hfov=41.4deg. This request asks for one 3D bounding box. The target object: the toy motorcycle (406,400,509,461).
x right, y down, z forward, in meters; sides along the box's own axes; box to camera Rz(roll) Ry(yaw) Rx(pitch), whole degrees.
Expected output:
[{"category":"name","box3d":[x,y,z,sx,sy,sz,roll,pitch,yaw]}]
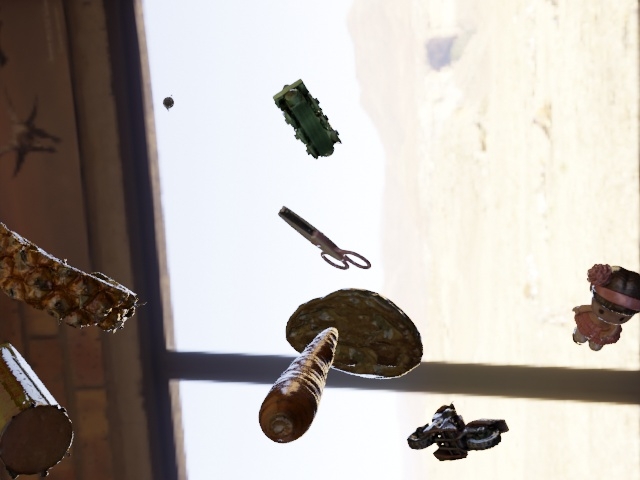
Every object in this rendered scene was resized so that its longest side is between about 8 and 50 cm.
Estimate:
[{"category":"toy motorcycle","box3d":[0.269,0.367,1.628,0.122,0.213,0.082,-38,-72,-40]}]

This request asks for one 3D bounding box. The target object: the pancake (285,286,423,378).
[{"category":"pancake","box3d":[0.076,0.198,1.769,0.294,0.294,0.049,80,-162,-44]}]

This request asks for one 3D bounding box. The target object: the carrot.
[{"category":"carrot","box3d":[-0.011,0.123,0.773,0.216,0.048,0.048,-51,-42,-70]}]

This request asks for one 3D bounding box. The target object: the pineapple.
[{"category":"pineapple","box3d":[-0.351,0.061,1.155,0.080,0.233,0.135,-64,19,5]}]

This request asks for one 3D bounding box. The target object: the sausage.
[{"category":"sausage","box3d":[-0.523,0.256,1.414,0.117,0.317,0.125,5,-73,-40]}]

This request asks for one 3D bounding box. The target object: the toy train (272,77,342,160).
[{"category":"toy train","box3d":[-0.012,-0.104,0.712,0.083,0.033,0.053,52,-172,-51]}]

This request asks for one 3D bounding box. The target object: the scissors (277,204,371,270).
[{"category":"scissors","box3d":[0.000,0.000,1.239,0.176,0.085,0.022,38,-116,-37]}]

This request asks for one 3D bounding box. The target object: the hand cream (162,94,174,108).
[{"category":"hand cream","box3d":[-0.284,-0.259,1.595,0.102,0.022,0.035,-133,52,-79]}]

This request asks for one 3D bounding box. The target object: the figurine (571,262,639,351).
[{"category":"figurine","box3d":[0.318,0.072,0.950,0.054,0.072,0.129,-52,-16,-30]}]
